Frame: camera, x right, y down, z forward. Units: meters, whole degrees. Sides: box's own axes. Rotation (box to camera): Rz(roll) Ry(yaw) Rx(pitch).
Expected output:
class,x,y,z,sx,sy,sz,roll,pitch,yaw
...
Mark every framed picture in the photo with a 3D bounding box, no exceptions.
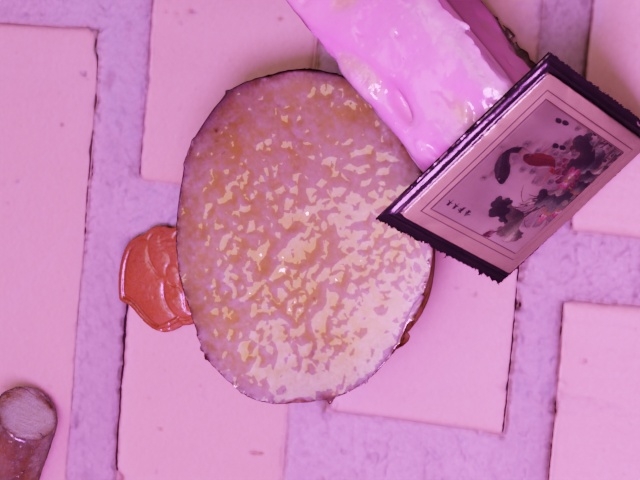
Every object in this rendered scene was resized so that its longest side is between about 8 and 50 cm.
class,x,y,z,sx,sy,sz,roll,pitch,yaw
framed picture,0.169,-0.052,1.415,0.199,0.195,0.010,-45,50,17

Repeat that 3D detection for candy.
class,x,y,z,sx,sy,sz,roll,pitch,yaw
candy,0.076,-0.181,1.456,0.116,0.155,0.265,-43,77,21

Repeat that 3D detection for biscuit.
class,x,y,z,sx,sy,sz,roll,pitch,yaw
biscuit,-0.136,0.034,1.625,0.130,0.019,0.102,-11,88,22

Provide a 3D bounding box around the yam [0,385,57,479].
class,x,y,z,sx,sy,sz,roll,pitch,yaw
yam,-0.305,0.221,1.677,0.070,0.070,0.146,26,109,18

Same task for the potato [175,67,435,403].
class,x,y,z,sx,sy,sz,roll,pitch,yaw
potato,0.000,0.000,1.521,0.239,0.116,0.299,-12,80,20
